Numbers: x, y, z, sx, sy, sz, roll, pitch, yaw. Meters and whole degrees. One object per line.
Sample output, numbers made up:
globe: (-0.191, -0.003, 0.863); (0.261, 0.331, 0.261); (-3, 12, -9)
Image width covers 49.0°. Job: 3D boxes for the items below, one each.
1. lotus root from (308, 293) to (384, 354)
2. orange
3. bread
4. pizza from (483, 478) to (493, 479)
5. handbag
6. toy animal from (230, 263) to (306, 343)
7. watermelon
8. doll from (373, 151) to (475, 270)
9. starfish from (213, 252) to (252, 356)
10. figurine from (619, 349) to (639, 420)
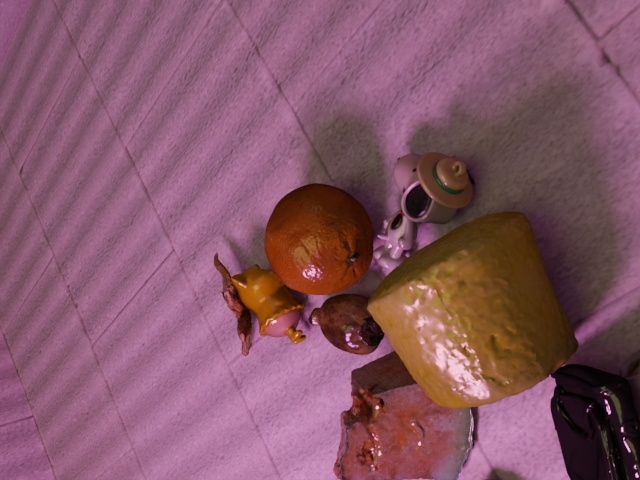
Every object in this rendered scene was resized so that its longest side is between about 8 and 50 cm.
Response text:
lotus root: (0.061, 0.189, 1.647); (0.214, 0.138, 0.139); (14, 106, 41)
orange: (0.000, 0.000, 1.586); (0.264, 0.264, 0.265); (8, 102, 42)
bread: (0.283, 0.136, 1.312); (0.348, 0.348, 0.308); (-30, 88, 41)
pizza: (0.422, 0.606, 1.415); (0.296, 0.071, 0.189); (17, 95, 36)
handbag: (0.479, 0.338, 1.212); (0.088, 0.275, 0.245); (-13, 86, 2)
toy animal: (-0.124, 0.168, 1.800); (0.230, 0.156, 0.156); (47, 125, 21)
watermelon: (0.169, 0.382, 1.537); (0.151, 0.301, 0.265); (-134, 43, -75)
doll: (0.214, -0.053, 1.477); (0.208, 0.143, 0.272); (33, 116, 58)
starfish: (-0.223, 0.177, 1.877); (0.302, 0.060, 0.299); (-171, 65, -81)
figurine: (0.601, 0.240, 1.127); (0.236, 0.176, 0.133); (-17, 98, 39)
